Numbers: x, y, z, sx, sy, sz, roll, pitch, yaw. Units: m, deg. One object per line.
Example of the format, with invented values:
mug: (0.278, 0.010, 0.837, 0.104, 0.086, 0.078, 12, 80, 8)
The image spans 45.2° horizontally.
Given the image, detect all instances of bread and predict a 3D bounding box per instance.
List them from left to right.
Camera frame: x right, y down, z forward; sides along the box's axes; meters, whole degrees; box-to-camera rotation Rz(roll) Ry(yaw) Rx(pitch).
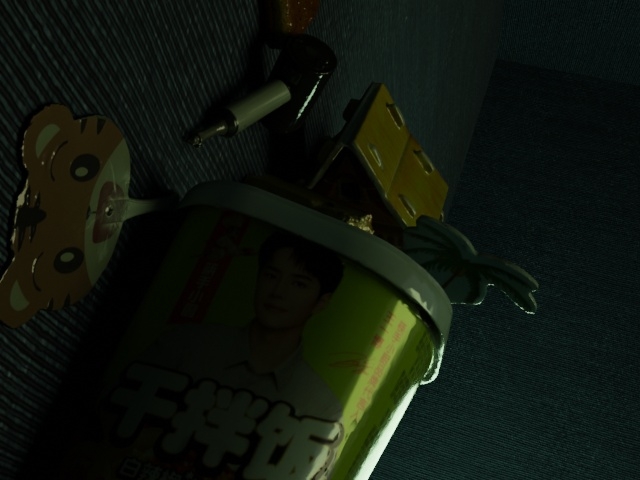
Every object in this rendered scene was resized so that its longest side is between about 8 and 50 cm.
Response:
bread: (-0.030, -0.258, 0.788, 0.094, 0.035, 0.090, 89, 21, -47)
bread: (0.000, 0.000, 0.797, 0.049, 0.226, 0.088, -1, 109, -47)

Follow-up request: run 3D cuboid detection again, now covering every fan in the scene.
fan: (-0.161, -0.021, 0.578, 0.227, 0.008, 0.152, -16, 120, -73)

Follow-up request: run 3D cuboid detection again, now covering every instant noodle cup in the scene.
instant noodle cup: (-0.069, 0.157, 0.649, 0.308, 0.294, 0.294, -61, 161, -23)

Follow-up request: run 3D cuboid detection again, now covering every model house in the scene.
model house: (0.122, -0.038, 0.993, 0.300, 0.340, 0.323, -62, 157, -46)

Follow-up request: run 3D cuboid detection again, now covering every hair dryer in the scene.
hair dryer: (-0.066, -0.128, 0.749, 0.198, 0.057, 0.100, -39, 168, -44)
